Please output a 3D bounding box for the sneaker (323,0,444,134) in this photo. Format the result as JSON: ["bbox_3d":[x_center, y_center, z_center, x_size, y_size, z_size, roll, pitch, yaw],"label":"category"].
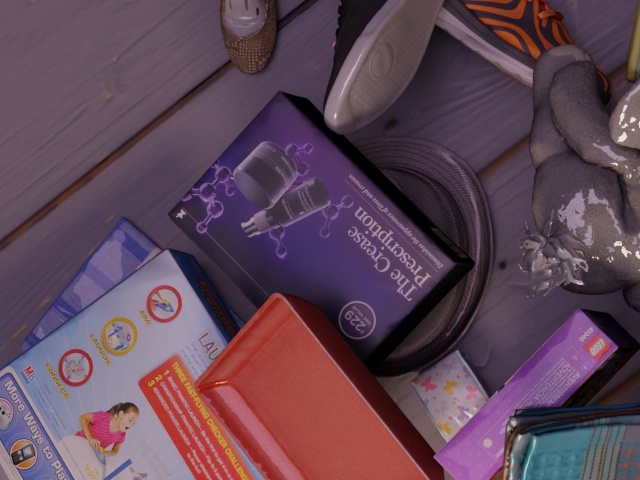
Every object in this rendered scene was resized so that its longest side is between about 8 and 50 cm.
[{"bbox_3d":[0.040,-0.252,1.927,0.147,0.104,0.296,18,76,30],"label":"sneaker"}]

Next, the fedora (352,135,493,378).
[{"bbox_3d":[0.061,0.013,1.989,0.243,0.124,0.275,10,88,17],"label":"fedora"}]

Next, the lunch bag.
[{"bbox_3d":[0.149,0.174,1.986,0.071,0.053,0.083,-36,67,8],"label":"lunch bag"}]

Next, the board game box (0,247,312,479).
[{"bbox_3d":[-0.198,0.219,2.031,0.302,0.086,0.308,-35,76,10],"label":"board game box"}]

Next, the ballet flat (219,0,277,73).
[{"bbox_3d":[-0.088,-0.298,2.090,0.073,0.067,0.206,-2,85,16],"label":"ballet flat"}]

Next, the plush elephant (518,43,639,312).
[{"bbox_3d":[0.341,-0.055,1.757,0.255,0.330,0.272,-14,108,23],"label":"plush elephant"}]

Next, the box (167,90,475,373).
[{"bbox_3d":[0.000,0.000,1.890,0.261,0.103,0.184,45,102,13],"label":"box"}]

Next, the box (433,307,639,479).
[{"bbox_3d":[0.228,0.160,1.837,0.057,0.293,0.201,45,98,12],"label":"box"}]

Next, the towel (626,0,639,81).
[{"bbox_3d":[0.453,-0.202,1.948,0.237,0.021,0.102,12,94,16],"label":"towel"}]

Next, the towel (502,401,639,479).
[{"bbox_3d":[0.292,0.327,1.756,0.271,0.040,0.370,-4,110,-19],"label":"towel"}]

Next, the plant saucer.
[{"bbox_3d":[0.005,0.191,1.834,0.047,0.258,0.259,-34,82,-34],"label":"plant saucer"}]

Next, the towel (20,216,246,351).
[{"bbox_3d":[-0.195,0.137,2.102,0.285,0.034,0.209,42,97,16],"label":"towel"}]

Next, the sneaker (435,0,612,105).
[{"bbox_3d":[0.213,-0.283,1.969,0.321,0.124,0.180,37,97,16],"label":"sneaker"}]
